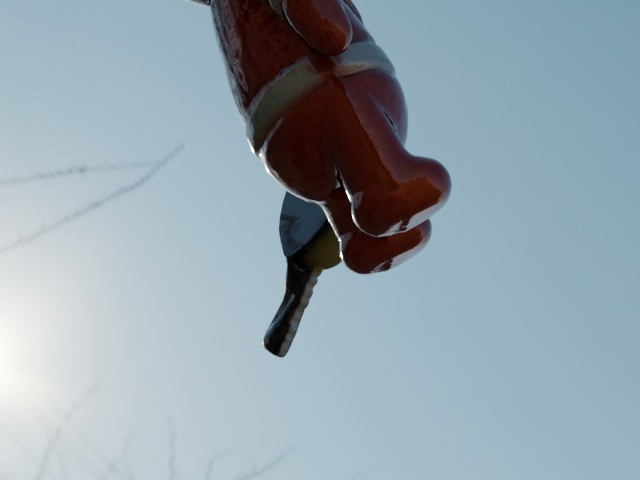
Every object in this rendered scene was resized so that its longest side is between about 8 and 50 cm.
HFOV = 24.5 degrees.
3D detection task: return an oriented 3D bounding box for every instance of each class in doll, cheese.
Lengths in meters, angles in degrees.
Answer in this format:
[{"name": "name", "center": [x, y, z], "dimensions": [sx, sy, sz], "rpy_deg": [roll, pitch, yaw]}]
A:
[{"name": "doll", "center": [-0.027, -0.102, 0.571], "dimensions": [0.076, 0.245, 0.142], "rpy_deg": [-25, -15, -11]}, {"name": "cheese", "center": [-0.001, 0.000, 0.966], "dimensions": [0.036, 0.162, 0.086], "rpy_deg": [24, -1, -29]}]
